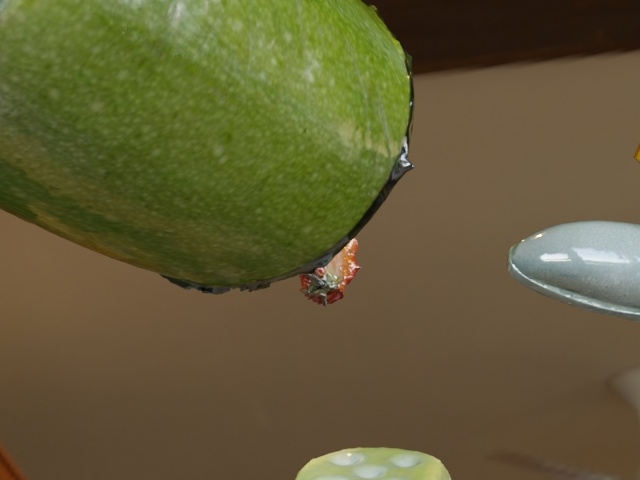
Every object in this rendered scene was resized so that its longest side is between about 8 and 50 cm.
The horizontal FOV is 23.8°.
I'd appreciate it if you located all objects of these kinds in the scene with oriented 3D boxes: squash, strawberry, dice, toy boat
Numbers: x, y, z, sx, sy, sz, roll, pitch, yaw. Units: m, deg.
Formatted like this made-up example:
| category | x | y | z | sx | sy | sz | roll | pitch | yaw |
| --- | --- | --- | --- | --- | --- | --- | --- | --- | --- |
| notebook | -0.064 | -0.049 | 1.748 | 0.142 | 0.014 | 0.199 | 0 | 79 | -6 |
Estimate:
| category | x | y | z | sx | sy | sz | roll | pitch | yaw |
| --- | --- | --- | --- | --- | --- | --- | --- | --- | --- |
| squash | -0.133 | -0.129 | 0.947 | 0.263 | 0.263 | 0.384 | -19 | -26 | 23 |
| strawberry | -0.002 | 0.001 | 1.621 | 0.048 | 0.152 | 0.104 | -20 | -37 | 29 |
| dice | 0.058 | 0.337 | 1.714 | 0.169 | 0.166 | 0.169 | -1 | 13 | 16 |
| toy boat | 0.265 | 0.034 | 1.200 | 0.260 | 0.078 | 0.085 | 8 | -39 | -18 |

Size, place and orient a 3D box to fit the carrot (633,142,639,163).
| category | x | y | z | sx | sy | sz | roll | pitch | yaw |
| --- | --- | --- | --- | --- | --- | --- | --- | --- | --- |
| carrot | 0.375 | -0.134 | 1.485 | 0.170 | 0.042 | 0.042 | -45 | -39 | 7 |
